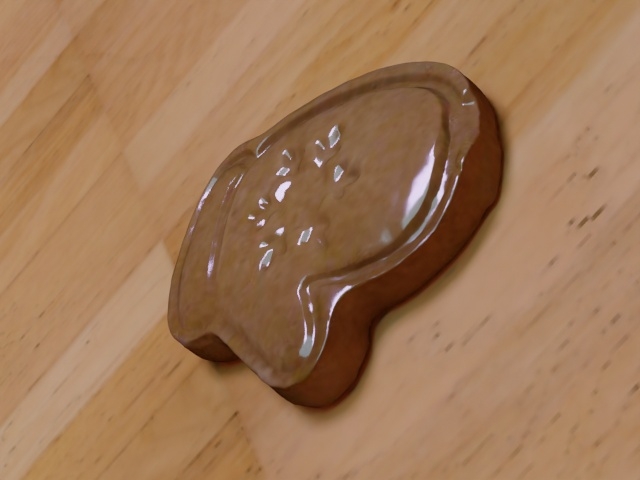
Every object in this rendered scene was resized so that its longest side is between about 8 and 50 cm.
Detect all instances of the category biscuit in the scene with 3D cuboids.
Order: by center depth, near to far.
[{"bbox_3d":[-0.001,-0.001,0.587,0.140,0.023,0.118,-28,43,35],"label":"biscuit"}]
